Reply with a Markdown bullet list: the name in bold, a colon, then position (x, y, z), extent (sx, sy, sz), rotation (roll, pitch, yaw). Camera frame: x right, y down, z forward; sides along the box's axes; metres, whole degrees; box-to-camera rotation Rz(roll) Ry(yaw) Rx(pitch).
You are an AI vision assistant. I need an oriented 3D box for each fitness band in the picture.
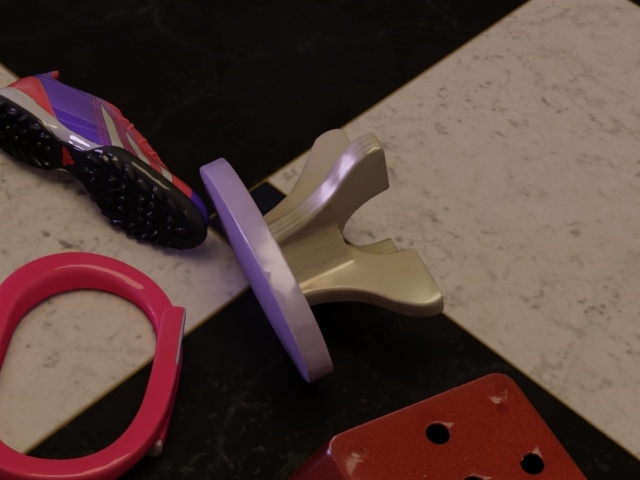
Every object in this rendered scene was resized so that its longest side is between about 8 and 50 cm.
- **fitness band**: position (-0.247, 0.129, 1.304), extent (0.209, 0.054, 0.290), rotation (6, 47, 1)

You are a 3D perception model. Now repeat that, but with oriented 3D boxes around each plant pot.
- **plant pot**: position (0.108, 0.269, 1.103), extent (0.267, 0.235, 0.267), rotation (-18, 53, -23)

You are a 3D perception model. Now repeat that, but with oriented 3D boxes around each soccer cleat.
- **soccer cleat**: position (-0.237, -0.102, 1.478), extent (0.318, 0.108, 0.116), rotation (30, 47, 21)

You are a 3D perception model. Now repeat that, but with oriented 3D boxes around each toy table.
- **toy table**: position (0.000, 0.000, 1.343), extent (0.161, 0.252, 0.274), rotation (-24, 67, -8)
